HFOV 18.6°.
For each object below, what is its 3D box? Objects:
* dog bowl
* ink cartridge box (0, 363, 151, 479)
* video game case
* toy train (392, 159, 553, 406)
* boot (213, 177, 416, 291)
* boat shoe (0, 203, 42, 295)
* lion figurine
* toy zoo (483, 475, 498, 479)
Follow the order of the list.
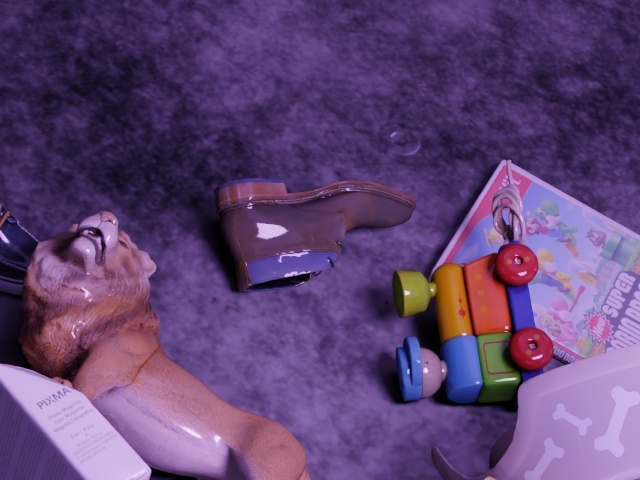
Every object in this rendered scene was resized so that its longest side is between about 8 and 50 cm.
[{"bbox_3d":[0.275,0.190,1.684,0.349,0.349,0.102,-3,65,-23],"label":"dog bowl"},{"bbox_3d":[-0.246,0.170,1.588,0.066,0.189,0.232,-23,61,-36],"label":"ink cartridge box"},{"bbox_3d":[0.273,0.048,2.013,0.285,0.025,0.204,30,46,6],"label":"video game case"},{"bbox_3d":[0.133,0.040,1.892,0.143,0.105,0.248,-4,66,-7],"label":"toy train"},{"bbox_3d":[0.000,0.000,1.933,0.219,0.082,0.106,1,72,-26],"label":"boot"},{"bbox_3d":[-0.315,-0.019,1.802,0.183,0.083,0.065,28,46,3],"label":"boat shoe"},{"bbox_3d":[-0.128,0.156,1.704,0.392,0.142,0.240,44,31,0],"label":"lion figurine"},{"bbox_3d":[0.153,0.325,1.558,0.192,0.293,0.030,35,13,11],"label":"toy zoo"}]
